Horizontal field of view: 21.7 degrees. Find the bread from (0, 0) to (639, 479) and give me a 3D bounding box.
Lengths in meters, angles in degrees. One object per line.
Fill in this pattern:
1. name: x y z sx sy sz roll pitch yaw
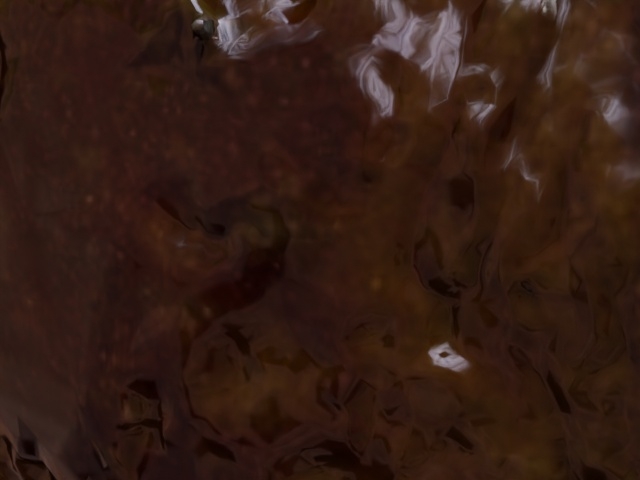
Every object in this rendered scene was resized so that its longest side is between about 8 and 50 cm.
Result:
1. bread: -0.011 -0.007 0.396 0.232 0.247 0.135 5 14 27
